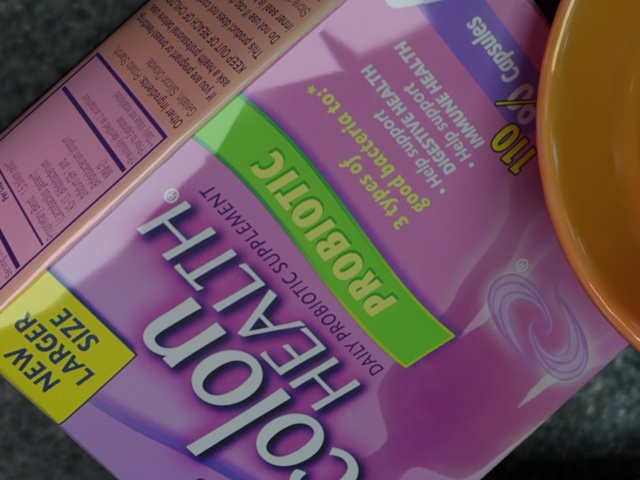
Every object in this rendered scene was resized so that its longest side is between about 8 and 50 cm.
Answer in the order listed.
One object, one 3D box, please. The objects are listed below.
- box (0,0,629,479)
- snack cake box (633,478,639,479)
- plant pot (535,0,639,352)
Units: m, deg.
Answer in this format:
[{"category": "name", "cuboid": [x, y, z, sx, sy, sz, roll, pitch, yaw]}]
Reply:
[{"category": "box", "cuboid": [0.000, 0.000, 0.744, 0.243, 0.117, 0.213, -41, 122, 0]}, {"category": "snack cake box", "cuboid": [0.134, 0.195, 0.807, 0.264, 0.152, 0.089, -4, 132, -50]}, {"category": "plant pot", "cuboid": [0.213, -0.040, 0.672, 0.188, 0.205, 0.205, 3, 115, -55]}]
